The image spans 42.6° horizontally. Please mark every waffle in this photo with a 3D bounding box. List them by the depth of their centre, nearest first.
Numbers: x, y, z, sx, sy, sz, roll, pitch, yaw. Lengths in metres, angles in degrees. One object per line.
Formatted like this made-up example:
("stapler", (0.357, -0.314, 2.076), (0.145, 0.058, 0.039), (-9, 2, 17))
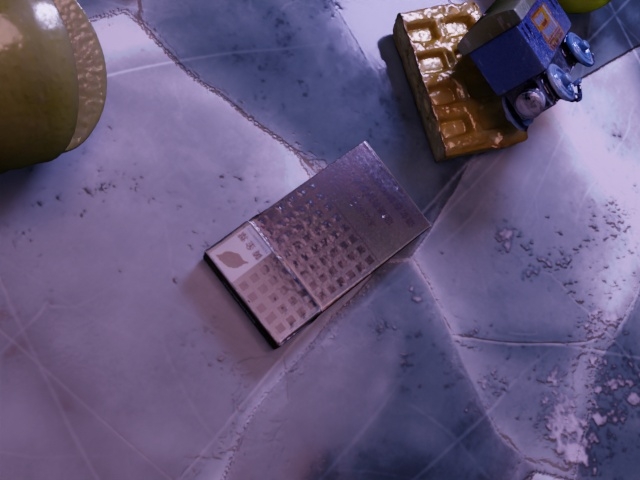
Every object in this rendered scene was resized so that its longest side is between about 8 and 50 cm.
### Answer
("waffle", (0.237, -0.273, 1.412), (0.168, 0.057, 0.274), (-15, 80, -21))

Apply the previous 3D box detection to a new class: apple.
("apple", (-0.422, -0.221, 1.077), (0.292, 0.292, 0.254), (-20, 106, -21))

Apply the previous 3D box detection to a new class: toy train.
("toy train", (0.346, -0.317, 1.368), (0.202, 0.131, 0.299), (52, 37, -11))

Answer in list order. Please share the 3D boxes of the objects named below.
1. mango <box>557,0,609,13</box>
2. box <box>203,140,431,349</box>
("mango", (0.429, -0.510, 1.487), (0.273, 0.149, 0.185), (12, 79, -8))
("box", (0.000, 0.001, 1.271), (0.325, 0.047, 0.180), (-37, 88, -23))
